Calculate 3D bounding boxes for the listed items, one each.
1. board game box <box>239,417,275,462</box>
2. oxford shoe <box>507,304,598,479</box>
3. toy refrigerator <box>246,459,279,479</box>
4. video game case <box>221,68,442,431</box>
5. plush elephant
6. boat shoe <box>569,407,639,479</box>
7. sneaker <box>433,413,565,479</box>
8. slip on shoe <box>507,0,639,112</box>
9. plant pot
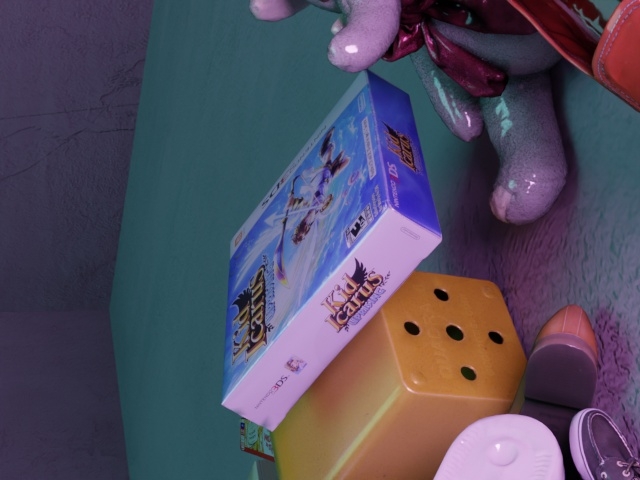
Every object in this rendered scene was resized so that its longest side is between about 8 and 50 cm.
[{"bbox_3d":[-0.006,0.241,1.493,0.193,0.147,0.045,163,106,-72],"label":"board game box"},{"bbox_3d":[0.194,0.144,1.019,0.076,0.076,0.212,-64,-12,-51],"label":"oxford shoe"},{"bbox_3d":[-0.067,0.413,1.765,0.269,0.102,0.094,110,154,-50],"label":"toy refrigerator"},{"bbox_3d":[0.000,0.000,1.116,0.244,0.061,0.269,-52,21,25],"label":"video game case"},{"bbox_3d":[0.087,-0.213,1.009,0.272,0.256,0.330,114,151,-52],"label":"plush elephant"},{"bbox_3d":[0.231,0.187,0.910,0.040,0.049,0.142,124,136,-51],"label":"boat shoe"},{"bbox_3d":[0.109,0.313,0.919,0.130,0.323,0.236,12,135,31],"label":"sneaker"},{"bbox_3d":[0.219,-0.118,0.751,0.331,0.101,0.123,50,139,31],"label":"slip on shoe"},{"bbox_3d":[0.084,0.142,1.142,0.187,0.212,0.212,-58,35,39],"label":"plant pot"}]
